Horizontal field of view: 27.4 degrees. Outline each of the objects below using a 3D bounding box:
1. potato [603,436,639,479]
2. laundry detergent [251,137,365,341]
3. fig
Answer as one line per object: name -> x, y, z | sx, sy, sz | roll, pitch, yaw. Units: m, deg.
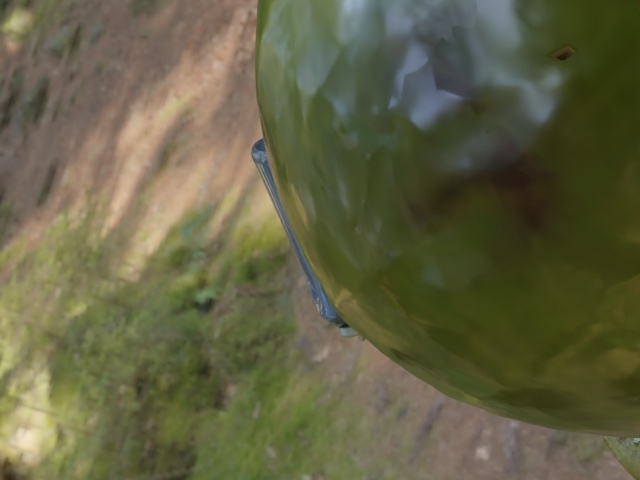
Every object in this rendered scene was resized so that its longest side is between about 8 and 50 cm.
potato -> 0.486, 0.232, 1.807 | 0.173, 0.210, 0.307 | 114, 142, -49
laundry detergent -> 0.001, 0.000, 1.205 | 0.206, 0.061, 0.096 | 68, 171, -15
fig -> 0.105, -0.056, 0.545 | 0.316, 0.316, 0.316 | -162, 90, -82
